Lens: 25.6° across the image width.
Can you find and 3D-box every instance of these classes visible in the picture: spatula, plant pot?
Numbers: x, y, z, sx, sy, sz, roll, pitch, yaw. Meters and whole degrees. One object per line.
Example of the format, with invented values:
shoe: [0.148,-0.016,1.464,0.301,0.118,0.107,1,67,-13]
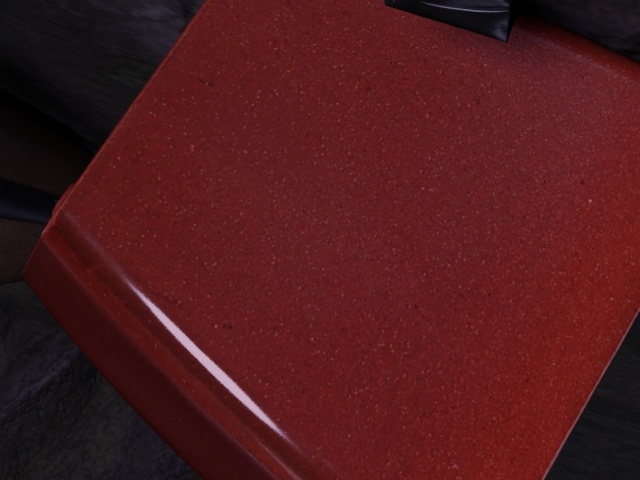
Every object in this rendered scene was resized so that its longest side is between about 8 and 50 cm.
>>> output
spatula: [-0.187,-0.024,1.090,0.030,0.084,0.296,-30,156,36]
plant pot: [-0.300,-0.044,1.118,0.230,0.215,0.215,13,174,-35]
plant pot: [0.000,0.000,0.714,0.235,0.267,0.267,36,165,-8]

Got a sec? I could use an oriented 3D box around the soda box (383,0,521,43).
soda box: [0.050,-0.130,0.477,0.053,0.060,0.169,19,167,11]
